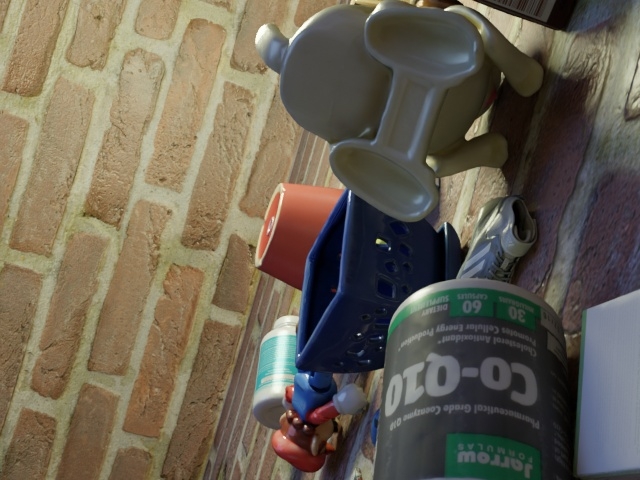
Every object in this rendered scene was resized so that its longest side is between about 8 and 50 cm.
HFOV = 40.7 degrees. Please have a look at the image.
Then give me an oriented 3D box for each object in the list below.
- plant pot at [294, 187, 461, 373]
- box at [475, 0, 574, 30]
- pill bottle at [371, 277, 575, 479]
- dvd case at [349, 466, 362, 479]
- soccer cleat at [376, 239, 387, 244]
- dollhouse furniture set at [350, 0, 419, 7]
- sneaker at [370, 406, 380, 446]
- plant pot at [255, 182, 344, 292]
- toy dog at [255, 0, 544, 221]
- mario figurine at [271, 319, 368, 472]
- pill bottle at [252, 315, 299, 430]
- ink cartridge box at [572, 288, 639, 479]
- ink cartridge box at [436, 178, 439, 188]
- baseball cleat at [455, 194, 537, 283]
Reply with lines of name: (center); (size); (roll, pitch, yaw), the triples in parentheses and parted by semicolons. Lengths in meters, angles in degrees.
plant pot: (0.098, 0.080, 1.381); (0.236, 0.212, 0.236); (120, 163, -49)
box: (0.287, -0.428, 1.287); (0.203, 0.168, 0.167); (-105, 33, -68)
pill bottle: (0.154, 0.233, 0.877); (0.204, 0.204, 0.361); (118, 167, -45)
dvd case: (0.058, 0.474, 1.531); (0.119, 0.013, 0.087); (-104, 32, -66)
soccer cleat: (0.109, 0.101, 1.683); (0.121, 0.093, 0.289); (52, 126, 38)
dollhouse furniture set: (0.123, -0.644, 1.950); (0.394, 0.362, 0.256); (43, -119, -71)
sneaker: (0.129, 0.285, 1.317); (0.209, 0.069, 0.082); (118, 160, -44)
plant pot: (0.000, 0.000, 1.879); (0.275, 0.243, 0.275); (-164, 90, -79)
toy dog: (0.133, -0.236, 1.329); (0.408, 0.395, 0.284); (-30, -49, -57)
mario figurine: (0.005, 0.314, 1.725); (0.198, 0.170, 0.320); (-76, -4, -72)
pill bottle: (-0.078, 0.309, 2.065); (0.264, 0.146, 0.146); (-85, 16, -44)
ink cartridge box: (0.306, 0.117, 0.745); (0.235, 0.056, 0.171); (136, 148, -64)
ink cartridge box: (0.144, -0.078, 1.652); (0.180, 0.104, 0.060); (117, 163, -46)
baseball cleat: (0.233, 0.036, 1.162); (0.109, 0.072, 0.206); (167, 115, -69)
